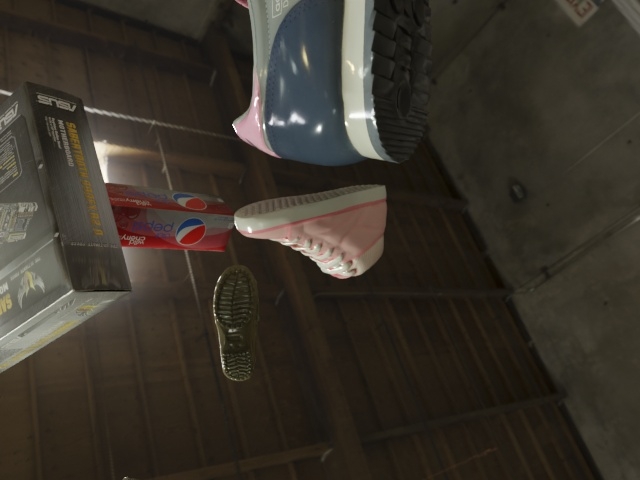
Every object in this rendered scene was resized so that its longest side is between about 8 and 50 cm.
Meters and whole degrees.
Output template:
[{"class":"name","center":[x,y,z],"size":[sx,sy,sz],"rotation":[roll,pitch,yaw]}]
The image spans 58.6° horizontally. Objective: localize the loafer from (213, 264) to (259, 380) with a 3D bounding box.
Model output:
[{"class":"loafer","center":[-0.106,0.102,0.727],"size":[0.056,0.148,0.050],"rotation":[3,-172,-2]}]

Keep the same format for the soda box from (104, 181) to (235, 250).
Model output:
[{"class":"soda box","center":[-0.292,-0.040,1.047],"size":[0.263,0.084,0.092],"rotation":[4,-151,-40]}]

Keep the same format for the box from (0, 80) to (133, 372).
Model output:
[{"class":"box","center":[-0.275,0.006,0.490],"size":[0.056,0.231,0.183],"rotation":[7,-123,-59]}]

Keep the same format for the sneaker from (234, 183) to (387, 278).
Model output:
[{"class":"sneaker","center":[0.000,0.000,0.418],"size":[0.134,0.051,0.070],"rotation":[-13,-74,-41]}]

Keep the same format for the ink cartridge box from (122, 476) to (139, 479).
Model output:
[{"class":"ink cartridge box","center":[-0.085,0.301,0.388],"size":[0.224,0.045,0.223],"rotation":[43,-142,-41]}]

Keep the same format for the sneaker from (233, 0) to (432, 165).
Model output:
[{"class":"sneaker","center":[-0.004,-0.206,0.357],"size":[0.112,0.131,0.319],"rotation":[8,-96,-58]}]
